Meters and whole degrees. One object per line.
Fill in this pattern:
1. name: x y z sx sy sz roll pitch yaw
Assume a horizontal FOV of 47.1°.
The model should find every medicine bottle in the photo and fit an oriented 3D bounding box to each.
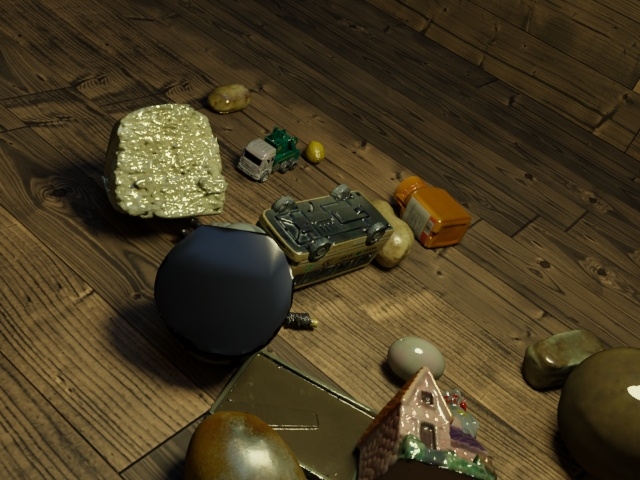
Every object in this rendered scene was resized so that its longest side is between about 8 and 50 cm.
1. medicine bottle: 0.322 -0.088 2.190 0.149 0.112 0.222 -7 44 -35

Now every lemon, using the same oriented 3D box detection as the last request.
1. lemon: -0.017 -0.278 2.303 0.065 0.065 0.092 5 47 -23

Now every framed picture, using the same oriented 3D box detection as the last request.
1. framed picture: -0.044 0.354 1.471 0.314 0.024 0.232 28 35 7

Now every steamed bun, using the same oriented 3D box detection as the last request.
1. steamed bun: -0.380 -0.199 1.780 0.290 0.273 0.273 4 7 -34

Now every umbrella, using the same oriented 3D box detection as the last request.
1. umbrella: -0.075 0.177 1.677 0.143 0.037 0.040 11 22 -10

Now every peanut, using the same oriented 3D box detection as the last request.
1. peanut: 0.175 -0.026 2.024 0.137 0.122 0.253 10 31 -33

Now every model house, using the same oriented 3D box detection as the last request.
1. model house: 0.209 0.386 1.389 0.236 0.202 0.237 19 39 -10

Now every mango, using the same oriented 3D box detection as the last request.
1. mango: -0.110 0.428 1.229 0.192 0.146 0.316 -17 56 -33

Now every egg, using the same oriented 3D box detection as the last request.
1. egg: 0.216 0.270 1.654 0.135 0.103 0.103 22 34 -5

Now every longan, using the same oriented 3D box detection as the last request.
1. longan: 0.668 0.380 1.591 0.318 0.319 0.319 15 35 -11

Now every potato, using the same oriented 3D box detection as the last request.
1. potato: -0.293 -0.462 2.384 0.107 0.080 0.170 25 31 18

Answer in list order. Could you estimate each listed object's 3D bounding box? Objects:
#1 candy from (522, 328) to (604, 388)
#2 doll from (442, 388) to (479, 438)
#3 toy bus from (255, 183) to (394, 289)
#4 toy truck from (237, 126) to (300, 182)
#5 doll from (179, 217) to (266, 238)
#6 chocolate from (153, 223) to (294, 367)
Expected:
1. candy: 0.607 0.296 1.835 0.233 0.104 0.102 -3 41 -32
2. doll: 0.288 0.386 1.574 0.093 0.079 0.180 -9 29 5
3. toy bus: 0.000 0.000 1.820 0.365 0.202 0.177 -14 55 -45
4. toy truck: -0.144 -0.263 2.165 0.110 0.116 0.216 35 36 18
5. doll: -0.236 0.049 1.695 0.258 0.195 0.153 8 -9 25
6. chocolate: -0.203 0.124 1.516 0.283 0.186 0.284 3 73 -10
